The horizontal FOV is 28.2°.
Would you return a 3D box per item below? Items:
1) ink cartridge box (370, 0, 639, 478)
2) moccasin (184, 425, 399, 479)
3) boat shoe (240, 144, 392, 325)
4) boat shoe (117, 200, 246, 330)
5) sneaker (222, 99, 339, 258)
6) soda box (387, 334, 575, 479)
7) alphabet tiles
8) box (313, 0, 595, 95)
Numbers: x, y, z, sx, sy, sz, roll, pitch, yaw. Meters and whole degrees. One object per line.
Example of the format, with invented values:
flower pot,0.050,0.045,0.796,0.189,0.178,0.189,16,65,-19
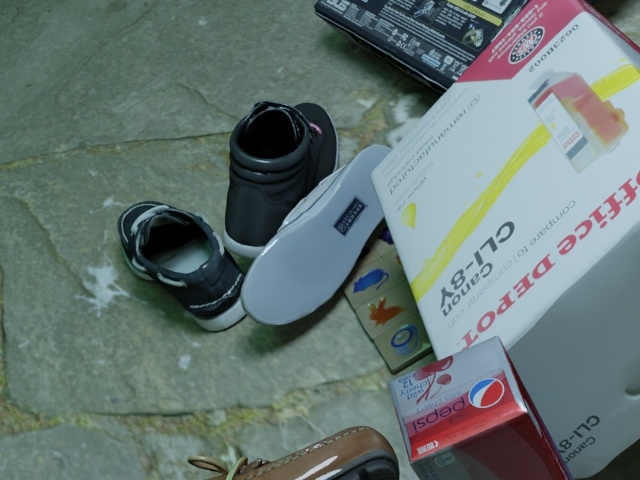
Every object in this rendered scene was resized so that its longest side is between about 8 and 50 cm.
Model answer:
ink cartridge box,0.218,-0.025,1.128,0.279,0.160,0.384,-46,27,18
moccasin,-0.104,0.269,1.159,0.380,0.139,0.147,-33,43,13
boat shoe,0.000,0.000,1.433,0.258,0.095,0.084,-44,9,-23
boat shoe,-0.178,0.003,1.556,0.114,0.091,0.302,-42,37,-15
sneaker,-0.034,-0.119,1.516,0.105,0.147,0.295,16,40,8
soda box,0.144,0.196,0.939,0.092,0.263,0.083,-25,36,9
alphabet tiles,0.160,0.005,1.380,0.285,0.011,0.342,-32,35,0
box,0.191,-0.350,1.637,0.318,0.097,0.395,-54,35,4
